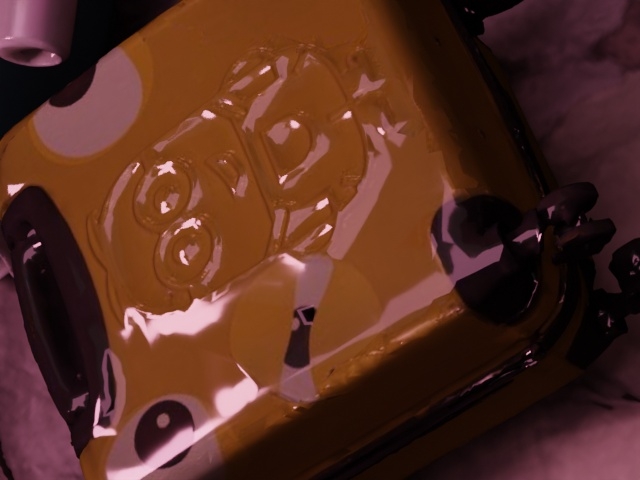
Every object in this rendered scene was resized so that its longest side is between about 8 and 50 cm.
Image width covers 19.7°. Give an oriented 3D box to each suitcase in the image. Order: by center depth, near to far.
[{"bbox_3d":[0.000,0.000,0.719,0.235,0.143,0.194,-33,60,19],"label":"suitcase"}]

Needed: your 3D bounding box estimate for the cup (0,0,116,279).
[{"bbox_3d":[-0.181,-0.071,0.851,0.299,0.167,0.173,-16,67,59],"label":"cup"}]
